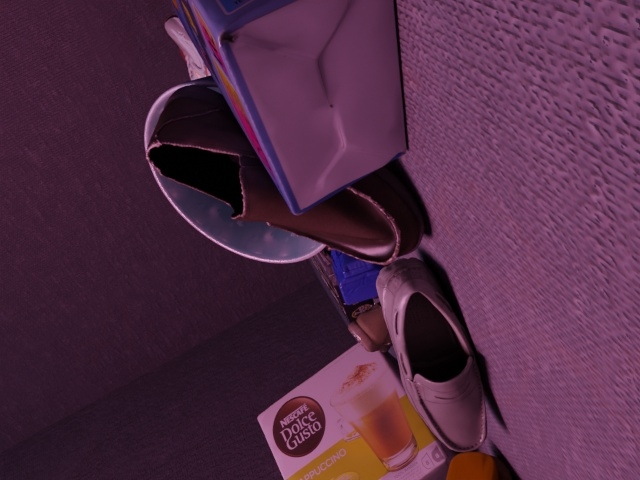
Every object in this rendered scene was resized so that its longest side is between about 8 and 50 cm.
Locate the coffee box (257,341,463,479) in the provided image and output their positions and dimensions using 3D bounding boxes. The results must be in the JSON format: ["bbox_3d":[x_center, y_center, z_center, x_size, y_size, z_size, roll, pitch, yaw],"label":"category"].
[{"bbox_3d":[0.117,0.489,1.444,0.334,0.338,0.338,58,-173,37],"label":"coffee box"}]

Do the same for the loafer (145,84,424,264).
[{"bbox_3d":[-0.054,-0.055,0.751,0.366,0.130,0.134,24,139,9],"label":"loafer"}]

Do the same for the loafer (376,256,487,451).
[{"bbox_3d":[0.161,0.176,0.849,0.111,0.112,0.319,-106,-10,-70],"label":"loafer"}]

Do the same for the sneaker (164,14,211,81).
[{"bbox_3d":[-0.207,-0.285,1.124,0.262,0.121,0.099,49,-175,-15],"label":"sneaker"}]

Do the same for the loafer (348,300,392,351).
[{"bbox_3d":[0.138,0.184,1.332,0.102,0.092,0.268,52,-170,10],"label":"loafer"}]

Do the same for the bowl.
[{"bbox_3d":[-0.085,-0.134,0.917,0.311,0.163,0.311,18,138,16],"label":"bowl"}]

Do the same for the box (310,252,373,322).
[{"bbox_3d":[0.000,0.000,1.694,0.395,0.097,0.318,59,177,32],"label":"box"}]

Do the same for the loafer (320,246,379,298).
[{"bbox_3d":[0.045,0.005,1.284,0.302,0.109,0.095,56,166,-28],"label":"loafer"}]

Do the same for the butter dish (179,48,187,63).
[{"bbox_3d":[-0.198,-0.407,1.280,0.118,0.160,0.160,35,-164,-42],"label":"butter dish"}]

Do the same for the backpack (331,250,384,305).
[{"bbox_3d":[0.072,0.043,1.162,0.120,0.098,0.101,-104,0,-52],"label":"backpack"}]

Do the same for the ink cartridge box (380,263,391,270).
[{"bbox_3d":[0.165,0.139,1.015,0.145,0.045,0.179,57,171,48],"label":"ink cartridge box"}]

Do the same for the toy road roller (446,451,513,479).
[{"bbox_3d":[0.317,0.517,0.970,0.202,0.241,0.329,63,-148,-27],"label":"toy road roller"}]

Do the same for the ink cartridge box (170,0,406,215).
[{"bbox_3d":[-0.077,-0.262,0.633,0.395,0.151,0.270,61,176,29],"label":"ink cartridge box"}]
